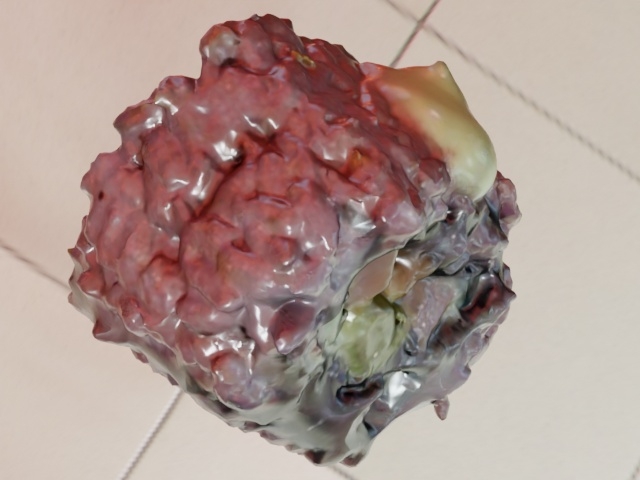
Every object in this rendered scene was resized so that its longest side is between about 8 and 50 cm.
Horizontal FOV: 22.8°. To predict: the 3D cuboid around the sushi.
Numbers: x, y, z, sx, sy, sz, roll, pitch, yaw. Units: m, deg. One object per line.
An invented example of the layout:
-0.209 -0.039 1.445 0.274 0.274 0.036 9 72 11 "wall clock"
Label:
0.000 0.000 0.879 0.171 0.270 0.236 42 94 28 "sushi"
